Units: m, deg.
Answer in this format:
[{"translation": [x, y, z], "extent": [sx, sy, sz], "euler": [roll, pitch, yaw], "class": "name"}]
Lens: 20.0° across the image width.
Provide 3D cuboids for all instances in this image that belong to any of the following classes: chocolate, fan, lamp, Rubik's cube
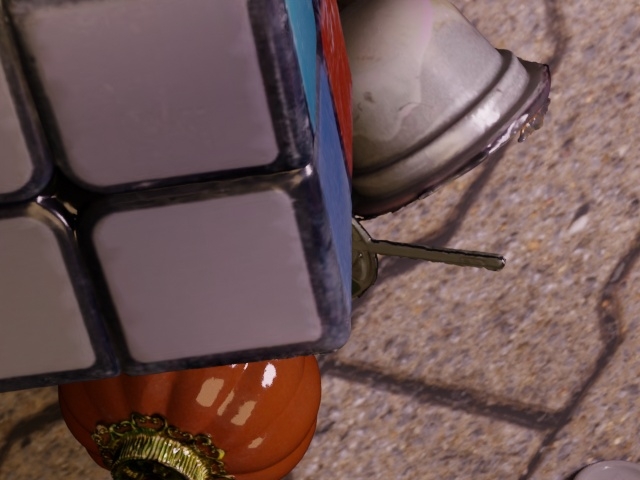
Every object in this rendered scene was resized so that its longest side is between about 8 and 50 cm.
[{"translation": [0.072, -0.130, 1.435], "extent": [0.221, 0.221, 0.147], "euler": [-30, 104, -3], "class": "chocolate"}, {"translation": [-0.015, 0.011, 1.462], "extent": [0.294, 0.012, 0.223], "euler": [22, 150, 1], "class": "fan"}, {"translation": [-0.107, 0.119, 1.488], "extent": [0.223, 0.196, 0.223], "euler": [12, 142, 9], "class": "lamp"}, {"translation": [-0.152, -0.116, 1.186], "extent": [0.313, 0.318, 0.316], "euler": [-8, 129, 6], "class": "Rubik's cube"}]

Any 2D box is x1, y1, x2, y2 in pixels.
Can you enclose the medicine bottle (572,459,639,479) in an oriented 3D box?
[{"translation": [0.302, 0.318, 1.869], "extent": [0.105, 0.105, 0.168], "euler": [-13, 125, -17], "class": "medicine bottle"}]
